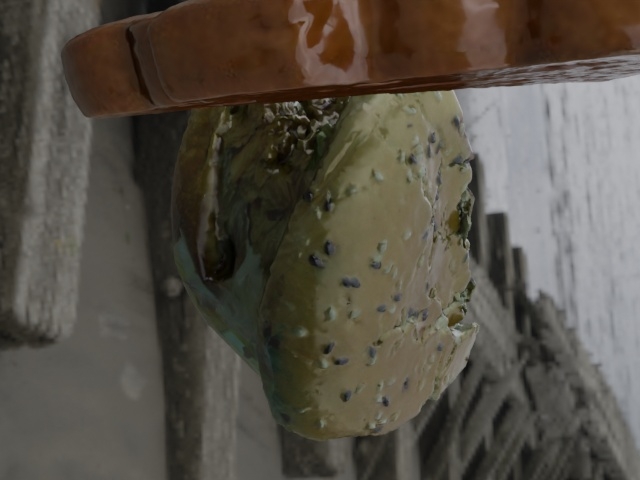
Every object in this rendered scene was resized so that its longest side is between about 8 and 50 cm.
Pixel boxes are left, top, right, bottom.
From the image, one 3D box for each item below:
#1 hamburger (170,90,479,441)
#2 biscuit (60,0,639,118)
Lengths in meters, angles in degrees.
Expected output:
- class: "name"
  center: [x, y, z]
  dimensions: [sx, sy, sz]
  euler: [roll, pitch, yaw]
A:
- class: "hamburger"
  center: [0.000, 0.000, 0.795]
  dimensions: [0.192, 0.167, 0.288]
  euler: [-36, 132, -41]
- class: "biscuit"
  center: [0.054, -0.084, 0.487]
  dimensions: [0.306, 0.283, 0.043]
  euler: [-12, 99, -55]
